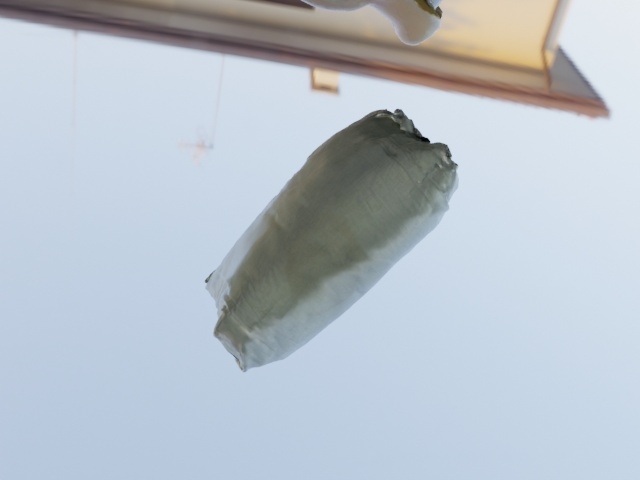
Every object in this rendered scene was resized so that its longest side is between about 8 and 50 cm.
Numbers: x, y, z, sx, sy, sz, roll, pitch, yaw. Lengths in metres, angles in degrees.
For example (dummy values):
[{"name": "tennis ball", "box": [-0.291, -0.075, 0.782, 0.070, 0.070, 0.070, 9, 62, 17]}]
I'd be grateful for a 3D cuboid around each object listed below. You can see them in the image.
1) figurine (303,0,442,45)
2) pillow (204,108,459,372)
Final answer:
[{"name": "figurine", "box": [0.042, -0.386, 0.670, 0.401, 0.387, 0.268, 39, -152, 12]}, {"name": "pillow", "box": [0.000, 0.000, 0.530, 0.078, 0.181, 0.134, 47, -177, -13]}]
